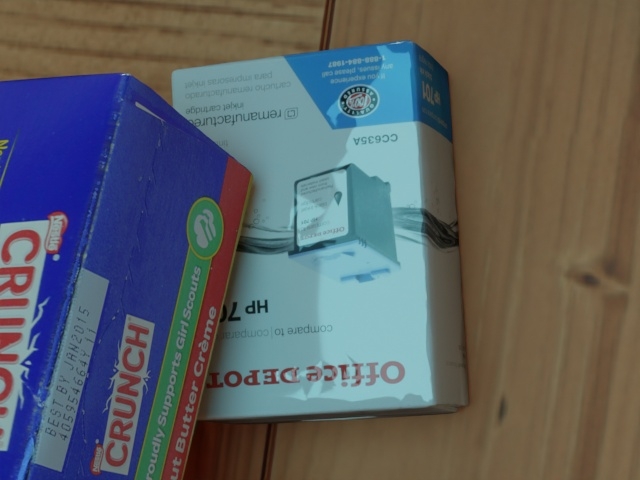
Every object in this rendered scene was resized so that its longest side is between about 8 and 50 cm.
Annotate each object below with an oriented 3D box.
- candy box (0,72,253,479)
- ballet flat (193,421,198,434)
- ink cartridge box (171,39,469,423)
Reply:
[{"bbox_3d":[-0.213,0.063,0.792,0.317,0.122,0.268,1,69,36],"label":"candy box"},{"bbox_3d":[-0.172,0.125,0.871,0.213,0.068,0.072,-19,79,14],"label":"ballet flat"},{"bbox_3d":[0.000,0.000,0.827,0.139,0.082,0.191,-6,81,16],"label":"ink cartridge box"}]
